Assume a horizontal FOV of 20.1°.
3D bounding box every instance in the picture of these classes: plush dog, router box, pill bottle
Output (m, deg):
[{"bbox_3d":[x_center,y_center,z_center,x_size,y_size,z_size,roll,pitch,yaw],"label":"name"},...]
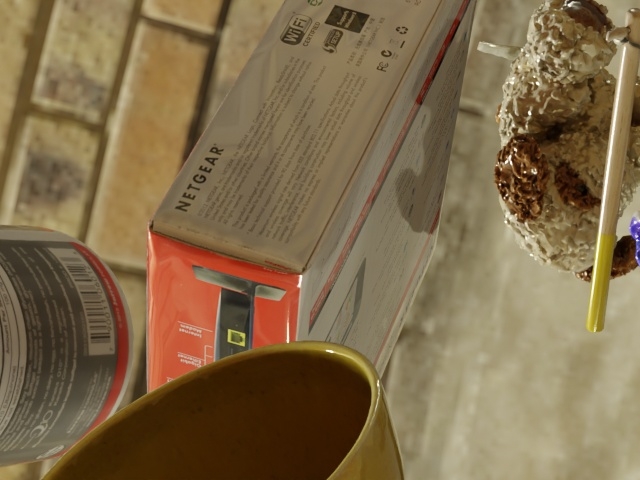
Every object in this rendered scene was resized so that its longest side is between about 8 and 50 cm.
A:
[{"bbox_3d":[0.238,-0.077,1.766,0.210,0.262,0.225,-20,47,41],"label":"plush dog"},{"bbox_3d":[0.000,0.000,1.049,0.301,0.082,0.335,96,-165,-45],"label":"router box"},{"bbox_3d":[-0.325,0.088,1.455,0.210,0.363,0.210,-1,88,25],"label":"pill bottle"}]

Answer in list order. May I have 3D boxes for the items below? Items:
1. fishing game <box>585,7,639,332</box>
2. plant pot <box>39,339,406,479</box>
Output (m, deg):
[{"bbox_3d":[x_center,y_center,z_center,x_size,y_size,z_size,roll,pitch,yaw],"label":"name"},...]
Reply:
[{"bbox_3d":[0.220,-0.039,0.747,0.041,0.264,0.189,-133,35,-52],"label":"fishing game"},{"bbox_3d":[-0.022,0.110,0.601,0.095,0.134,0.134,63,164,-22],"label":"plant pot"}]
